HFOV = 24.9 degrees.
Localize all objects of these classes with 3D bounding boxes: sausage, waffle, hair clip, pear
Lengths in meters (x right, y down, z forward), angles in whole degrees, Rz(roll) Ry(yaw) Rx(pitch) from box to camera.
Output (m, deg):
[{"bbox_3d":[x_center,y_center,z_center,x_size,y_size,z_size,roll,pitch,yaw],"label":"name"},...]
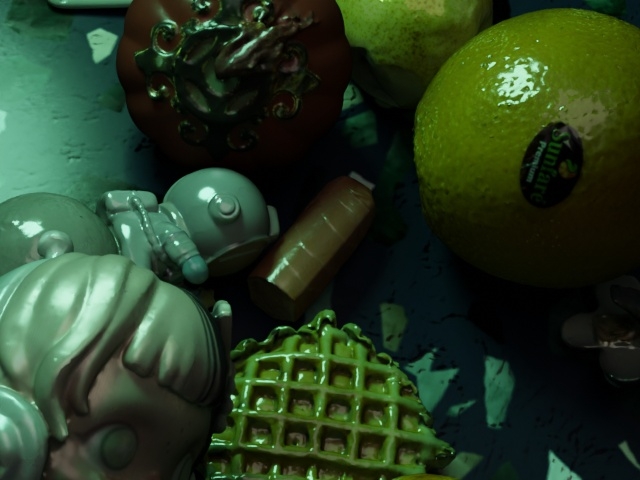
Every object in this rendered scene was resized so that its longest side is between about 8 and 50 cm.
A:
[{"bbox_3d":[0.001,0.000,1.378,0.065,0.065,0.169,33,60,10],"label":"sausage"},{"bbox_3d":[-0.008,0.172,1.277,0.208,0.054,0.214,-32,72,-22],"label":"waffle"},{"bbox_3d":[0.359,0.079,1.369,0.257,0.075,0.146,4,35,0],"label":"hair clip"},{"bbox_3d":[0.086,-0.218,1.468,0.178,0.178,0.178,5,58,-7],"label":"pear"}]

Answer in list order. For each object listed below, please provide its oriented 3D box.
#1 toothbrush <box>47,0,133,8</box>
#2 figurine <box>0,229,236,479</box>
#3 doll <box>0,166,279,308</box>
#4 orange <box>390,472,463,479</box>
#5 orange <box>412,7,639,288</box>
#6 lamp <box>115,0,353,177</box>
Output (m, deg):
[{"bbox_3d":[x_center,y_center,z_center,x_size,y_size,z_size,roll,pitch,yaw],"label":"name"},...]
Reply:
[{"bbox_3d":[-0.095,-0.257,1.539,0.386,0.040,0.040,0,59,-6],"label":"toothbrush"},{"bbox_3d":[-0.211,0.175,1.094,0.211,0.253,0.361,23,81,16],"label":"figurine"},{"bbox_3d":[-0.171,0.007,1.303,0.287,0.151,0.151,-17,63,-24],"label":"doll"},{"bbox_3d":[0.089,0.276,1.167,0.177,0.155,0.178,-5,78,24],"label":"orange"},{"bbox_3d":[0.218,-0.085,1.354,0.274,0.274,0.274,5,58,-7],"label":"orange"},{"bbox_3d":[-0.083,-0.169,1.377,0.227,0.227,0.227,5,58,-7],"label":"lamp"}]
